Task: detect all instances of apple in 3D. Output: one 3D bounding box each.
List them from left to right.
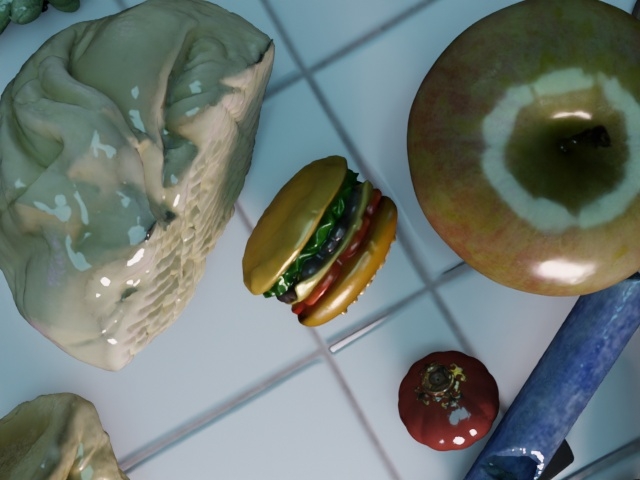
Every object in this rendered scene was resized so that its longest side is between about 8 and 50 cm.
[{"bbox_3d":[0.200,-0.082,0.785,0.256,0.234,0.257,0,96,-1],"label":"apple"}]

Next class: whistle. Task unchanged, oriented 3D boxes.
[{"bbox_3d":[0.212,0.156,0.835,0.062,0.062,0.304,28,105,-2],"label":"whistle"}]

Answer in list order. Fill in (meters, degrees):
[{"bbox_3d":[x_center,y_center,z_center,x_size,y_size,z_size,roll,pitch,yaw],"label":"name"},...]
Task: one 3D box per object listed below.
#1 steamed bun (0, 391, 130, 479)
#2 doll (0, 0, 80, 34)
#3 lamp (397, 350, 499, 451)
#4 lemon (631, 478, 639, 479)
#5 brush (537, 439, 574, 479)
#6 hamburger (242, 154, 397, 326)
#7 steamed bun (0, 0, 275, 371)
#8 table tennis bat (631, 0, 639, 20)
[{"bbox_3d":[-0.249,0.252,0.842,0.140,0.172,0.155,-17,130,33],"label":"steamed bun"},{"bbox_3d":[-0.285,-0.243,0.861,0.150,0.077,0.115,-26,55,11],"label":"doll"},{"bbox_3d":[0.124,0.156,0.865,0.101,0.090,0.101,-14,52,18],"label":"lamp"},{"bbox_3d":[0.307,0.283,0.878,0.110,0.082,0.082,-33,93,1],"label":"lemon"},{"bbox_3d":[0.170,0.256,0.908,0.193,0.016,0.063,-38,93,1],"label":"brush"},{"bbox_3d":[0.000,0.000,0.828,0.115,0.162,0.162,34,92,-9],"label":"hamburger"},{"bbox_3d":[-0.184,-0.065,0.779,0.206,0.275,0.320,24,56,10],"label":"steamed bun"},{"bbox_3d":[0.404,-0.197,0.895,0.170,0.119,0.107,45,118,20],"label":"table tennis bat"}]
